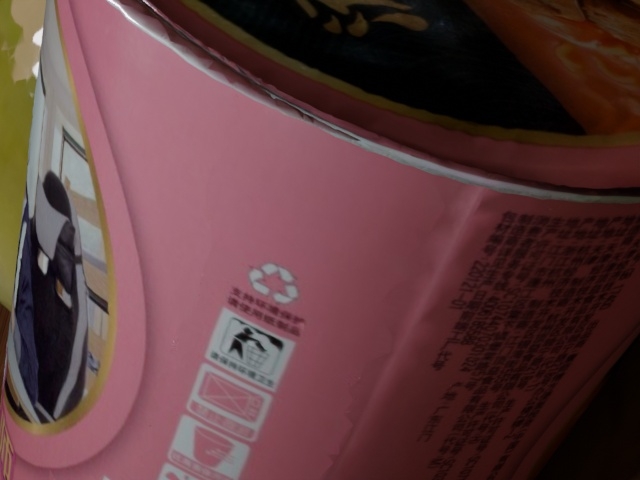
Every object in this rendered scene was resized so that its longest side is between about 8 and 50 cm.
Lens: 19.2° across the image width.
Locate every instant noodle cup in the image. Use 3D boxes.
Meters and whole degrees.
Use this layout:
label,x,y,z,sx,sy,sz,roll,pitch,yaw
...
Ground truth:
label,x,y,z,sx,sy,sz,roll,pitch,yaw
instant noodle cup,0.000,0.000,0.583,0.244,0.244,0.255,-90,16,-50

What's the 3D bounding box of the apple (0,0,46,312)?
label,x,y,z,sx,sy,sz,roll,pitch,yaw
apple,-0.052,-0.093,0.807,0.258,0.233,0.295,123,159,-47
